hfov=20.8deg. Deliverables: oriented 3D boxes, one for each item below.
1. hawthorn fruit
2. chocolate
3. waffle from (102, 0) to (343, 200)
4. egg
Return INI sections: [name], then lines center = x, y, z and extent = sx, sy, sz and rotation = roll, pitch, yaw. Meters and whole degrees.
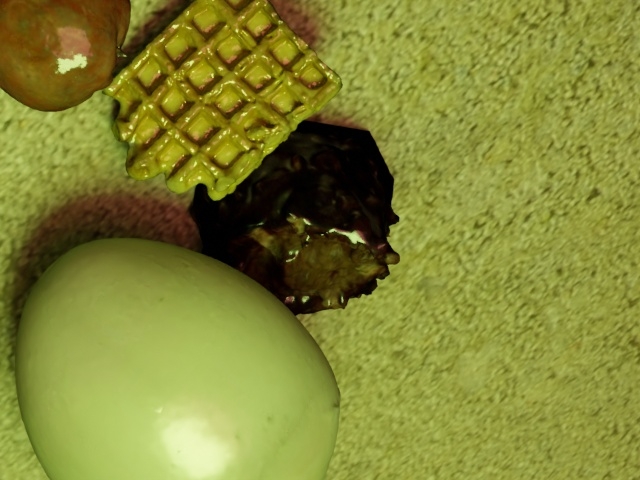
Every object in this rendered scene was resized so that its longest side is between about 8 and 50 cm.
[hawthorn fruit]
center = -0.256, -0.206, 1.571
extent = 0.149, 0.149, 0.189
rotation = -45, 92, -6
[chocolate]
center = 0.000, 0.000, 1.734
extent = 0.224, 0.177, 0.206
rotation = 8, 103, -26
[waffle]
center = -0.105, -0.133, 1.672
extent = 0.160, 0.055, 0.211
rotation = 45, 85, -3
[egg]
center = -0.141, 0.152, 1.655
extent = 0.283, 0.283, 0.345
rotation = -45, 106, -6
